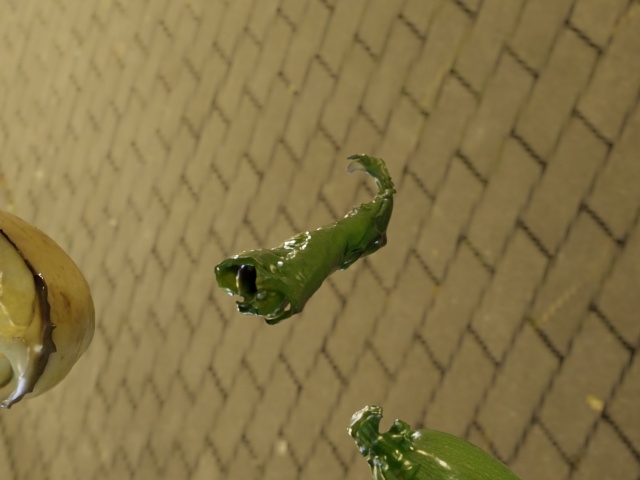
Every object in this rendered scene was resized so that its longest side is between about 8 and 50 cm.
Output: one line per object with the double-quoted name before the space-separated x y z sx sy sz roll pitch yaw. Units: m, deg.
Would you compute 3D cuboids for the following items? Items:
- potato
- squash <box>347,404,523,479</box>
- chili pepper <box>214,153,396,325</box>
"potato" -0.368 0.068 1.830 0.285 0.242 0.242 20 97 20
"squash" 0.166 0.265 1.386 0.101 0.379 0.101 -44 13 13
"chili pepper" 0.000 0.000 1.565 0.359 0.085 0.076 -40 -27 -64
